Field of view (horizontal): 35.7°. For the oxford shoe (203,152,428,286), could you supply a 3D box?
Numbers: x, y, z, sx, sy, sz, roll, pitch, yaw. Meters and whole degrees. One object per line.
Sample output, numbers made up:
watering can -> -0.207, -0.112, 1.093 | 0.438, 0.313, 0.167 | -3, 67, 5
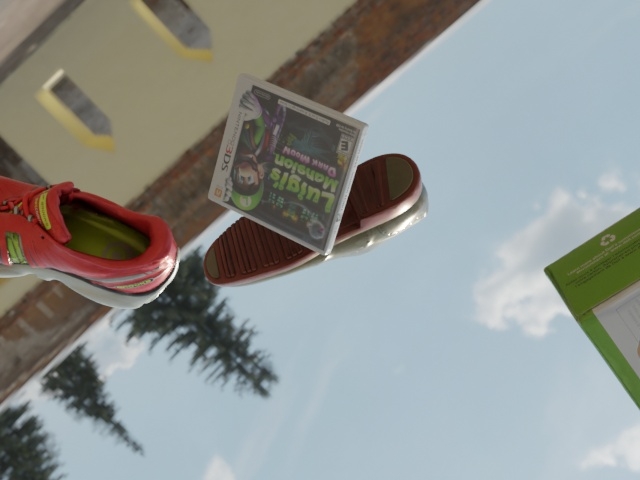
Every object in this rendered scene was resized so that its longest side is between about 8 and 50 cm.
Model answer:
oxford shoe -> 0.000, 0.000, 1.453 | 0.348, 0.130, 0.123 | -21, -124, 11

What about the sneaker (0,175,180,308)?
sneaker -> -0.265, -0.023, 0.926 | 0.118, 0.278, 0.107 | 123, -23, -61

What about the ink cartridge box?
ink cartridge box -> 0.367, 0.040, 0.902 | 0.255, 0.189, 0.097 | -35, -153, 11

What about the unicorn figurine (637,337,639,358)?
unicorn figurine -> 0.209, 0.103, 0.507 | 0.060, 0.111, 0.162 | -60, -150, 16

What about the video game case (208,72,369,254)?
video game case -> -0.045, -0.097, 1.246 | 0.022, 0.190, 0.173 | -19, 130, -58
